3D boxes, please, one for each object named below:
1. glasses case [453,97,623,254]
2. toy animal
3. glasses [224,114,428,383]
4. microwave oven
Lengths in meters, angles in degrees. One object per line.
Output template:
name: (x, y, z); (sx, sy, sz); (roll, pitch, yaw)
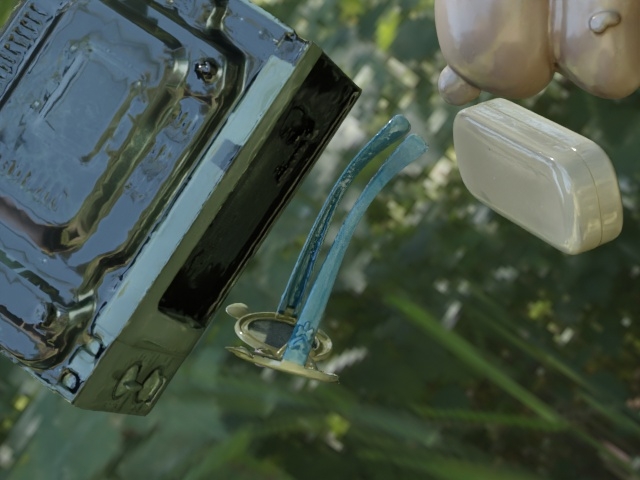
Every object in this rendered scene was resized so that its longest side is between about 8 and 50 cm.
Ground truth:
glasses case: (0.163, -0.051, 1.379); (0.050, 0.083, 0.196); (-21, 26, -16)
toy animal: (0.252, -0.241, 1.951); (0.221, 0.229, 0.210); (20, 111, 53)
glasses: (0.025, 0.017, 1.396); (0.220, 0.088, 0.189); (-50, 7, 5)
microwave oven: (-0.149, -0.054, 1.293); (0.295, 0.237, 0.181); (-56, -15, 2)
